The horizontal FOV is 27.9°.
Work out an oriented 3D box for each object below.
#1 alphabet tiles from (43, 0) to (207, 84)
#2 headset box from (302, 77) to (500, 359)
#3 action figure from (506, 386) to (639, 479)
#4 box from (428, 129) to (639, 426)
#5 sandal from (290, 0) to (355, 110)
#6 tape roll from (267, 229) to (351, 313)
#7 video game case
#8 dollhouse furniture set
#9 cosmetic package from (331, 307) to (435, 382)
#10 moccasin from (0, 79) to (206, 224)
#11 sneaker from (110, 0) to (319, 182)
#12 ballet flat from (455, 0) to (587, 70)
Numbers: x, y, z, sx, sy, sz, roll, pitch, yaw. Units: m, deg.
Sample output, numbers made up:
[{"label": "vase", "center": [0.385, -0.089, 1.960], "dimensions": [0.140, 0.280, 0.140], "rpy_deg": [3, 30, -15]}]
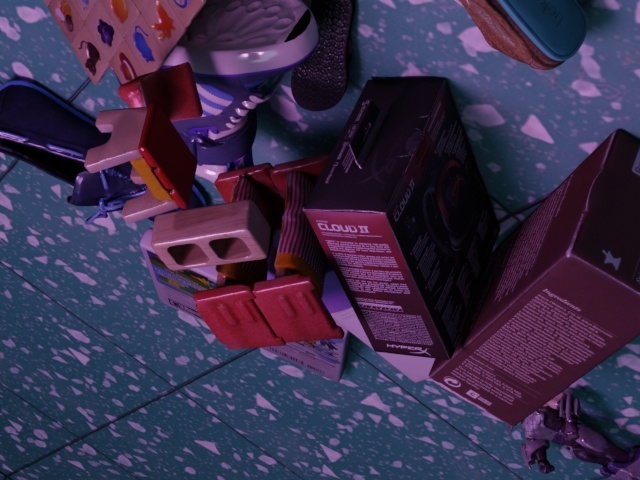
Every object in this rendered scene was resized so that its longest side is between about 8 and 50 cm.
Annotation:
[{"label": "alphabet tiles", "center": [-0.243, -0.327, 1.445], "dimensions": [0.285, 0.011, 0.342], "rpy_deg": [58, 145, 6]}, {"label": "headset box", "center": [0.100, -0.035, 1.522], "dimensions": [0.110, 0.218, 0.293], "rpy_deg": [3, 141, 29]}, {"label": "action figure", "center": [0.374, 0.291, 1.882], "dimensions": [0.285, 0.099, 0.185], "rpy_deg": [28, 156, 8]}, {"label": "box", "center": [0.287, 0.057, 1.540], "dimensions": [0.143, 0.191, 0.381], "rpy_deg": [29, 148, -2]}, {"label": "sandal", "center": [0.009, -0.225, 1.503], "dimensions": [0.067, 0.040, 0.179], "rpy_deg": [18, 132, 5]}, {"label": "tape roll", "center": [0.000, 0.000, 1.670], "dimensions": [0.189, 0.189, 0.080], "rpy_deg": [9, 143, 27]}, {"label": "video game case", "center": [-0.109, 0.104, 1.967], "dimensions": [0.329, 0.036, 0.300], "rpy_deg": [24, 163, 7]}, {"label": "dollhouse furniture set", "center": [-0.094, -0.057, 1.444], "dimensions": [0.152, 0.201, 0.374], "rpy_deg": [-8, 141, 19]}, {"label": "cosmetic package", "center": [0.097, 0.091, 1.782], "dimensions": [0.231, 0.085, 0.117], "rpy_deg": [39, 145, -19]}, {"label": "moccasin", "center": [-0.334, -0.092, 1.853], "dimensions": [0.342, 0.117, 0.138], "rpy_deg": [28, 147, -3]}, {"label": "sneaker", "center": [-0.097, -0.169, 1.559], "dimensions": [0.322, 0.130, 0.236], "rpy_deg": [3, 137, 37]}, {"label": "ballet flat", "center": [0.133, -0.302, 1.259], "dimensions": [0.342, 0.116, 0.124], "rpy_deg": [45, 163, -31]}]
